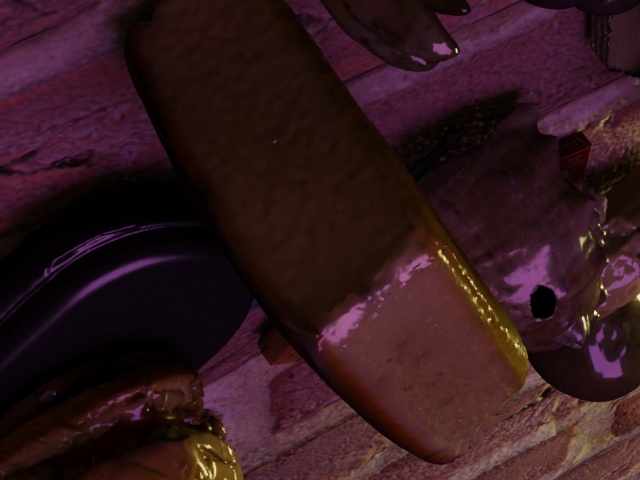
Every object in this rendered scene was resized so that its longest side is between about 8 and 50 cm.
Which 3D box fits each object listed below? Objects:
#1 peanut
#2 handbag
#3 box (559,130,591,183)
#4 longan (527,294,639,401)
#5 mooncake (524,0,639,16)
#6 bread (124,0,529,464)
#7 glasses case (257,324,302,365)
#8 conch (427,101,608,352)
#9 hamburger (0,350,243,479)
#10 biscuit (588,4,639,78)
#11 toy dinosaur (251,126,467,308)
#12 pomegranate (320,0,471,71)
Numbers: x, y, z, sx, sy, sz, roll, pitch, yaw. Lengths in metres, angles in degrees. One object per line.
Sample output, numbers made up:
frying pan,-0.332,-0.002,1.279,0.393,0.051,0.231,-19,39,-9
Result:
peanut,0.350,-0.010,1.680,0.290,0.130,0.130,-33,151,-14
handbag,-0.198,0.070,1.318,0.308,0.093,0.254,-41,148,14
box,0.257,-0.075,1.610,0.051,0.023,0.082,-23,149,-16
longan,0.323,0.103,1.806,0.167,0.167,0.187,-27,132,-10
mooncake,0.229,-0.310,1.104,0.306,0.154,0.306,-29,155,-15
bread,0.010,-0.013,1.164,0.143,0.323,0.333,-36,149,4
glasses case,0.008,0.060,1.554,0.170,0.041,0.065,-46,159,21
conch,0.187,0.008,1.476,0.324,0.186,0.263,-42,138,-43
hamburger,-0.176,0.223,1.306,0.244,0.163,0.244,-24,147,-17
biscuit,0.319,-0.238,1.407,0.147,0.046,0.250,-30,150,-8
toy dinosaur,0.004,-0.004,1.417,0.329,0.076,0.144,-40,179,8
pomegranate,-0.036,-0.228,0.856,0.306,0.242,0.242,36,112,-27
